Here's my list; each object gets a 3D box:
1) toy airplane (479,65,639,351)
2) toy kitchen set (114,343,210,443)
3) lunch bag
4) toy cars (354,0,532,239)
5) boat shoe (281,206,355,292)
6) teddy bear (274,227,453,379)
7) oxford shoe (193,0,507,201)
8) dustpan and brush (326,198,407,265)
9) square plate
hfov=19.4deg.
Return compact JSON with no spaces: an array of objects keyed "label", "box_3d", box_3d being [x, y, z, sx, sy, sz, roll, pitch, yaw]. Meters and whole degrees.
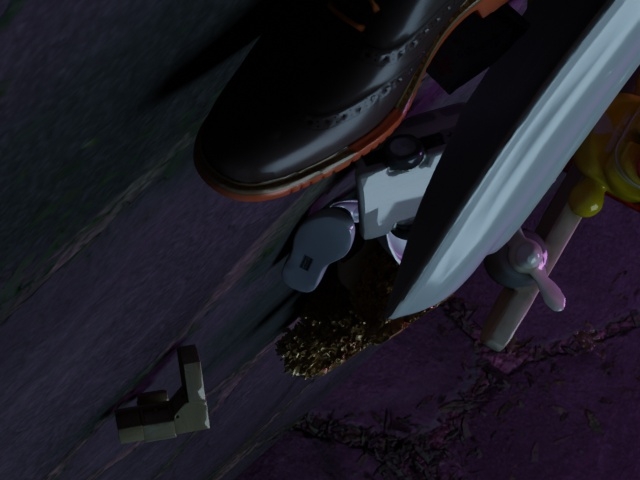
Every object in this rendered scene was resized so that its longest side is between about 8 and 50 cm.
[{"label":"toy airplane","box_3d":[0.303,-0.109,1.998,0.384,0.272,0.386,-36,-146,38]},{"label":"toy kitchen set","box_3d":[-0.151,0.134,1.721,0.083,0.075,0.068,-10,-152,-8]},{"label":"lunch bag","box_3d":[0.094,-0.150,1.260,0.083,0.071,0.053,-35,165,-39]},{"label":"toy cars","box_3d":[0.178,-0.145,1.607,0.394,0.087,0.176,-45,134,18]},{"label":"boat shoe","box_3d":[0.000,0.000,1.695,0.040,0.049,0.142,-60,-177,-31]},{"label":"teddy bear","box_3d":[0.048,0.048,2.026,0.245,0.113,0.338,-36,180,3]},{"label":"oxford shoe","box_3d":[0.027,-0.134,1.022,0.271,0.097,0.098,-47,156,-18]},{"label":"dustpan and brush","box_3d":[0.078,-0.030,1.776,0.211,0.060,0.147,3,106,-36]},{"label":"square plate","box_3d":[0.172,-0.138,1.230,0.344,0.049,0.347,-56,-175,29]}]
